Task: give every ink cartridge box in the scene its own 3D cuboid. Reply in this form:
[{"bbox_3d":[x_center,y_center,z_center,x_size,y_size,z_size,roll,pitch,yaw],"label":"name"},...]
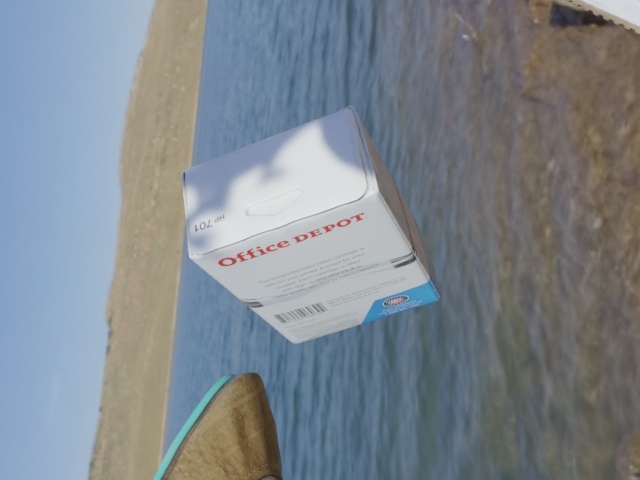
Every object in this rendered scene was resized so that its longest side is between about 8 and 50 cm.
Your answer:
[{"bbox_3d":[0.000,0.000,0.581,0.191,0.139,0.082,52,-157,-55],"label":"ink cartridge box"}]

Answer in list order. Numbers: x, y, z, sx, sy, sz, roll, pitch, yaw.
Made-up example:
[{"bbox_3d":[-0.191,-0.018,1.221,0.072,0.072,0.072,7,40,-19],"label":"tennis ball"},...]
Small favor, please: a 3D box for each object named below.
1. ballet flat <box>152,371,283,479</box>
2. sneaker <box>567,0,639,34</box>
[{"bbox_3d":[-0.092,0.257,0.499,0.342,0.124,0.116,-58,-32,-24],"label":"ballet flat"},{"bbox_3d":[0.294,-0.194,0.482,0.099,0.282,0.153,-36,-31,-40],"label":"sneaker"}]
